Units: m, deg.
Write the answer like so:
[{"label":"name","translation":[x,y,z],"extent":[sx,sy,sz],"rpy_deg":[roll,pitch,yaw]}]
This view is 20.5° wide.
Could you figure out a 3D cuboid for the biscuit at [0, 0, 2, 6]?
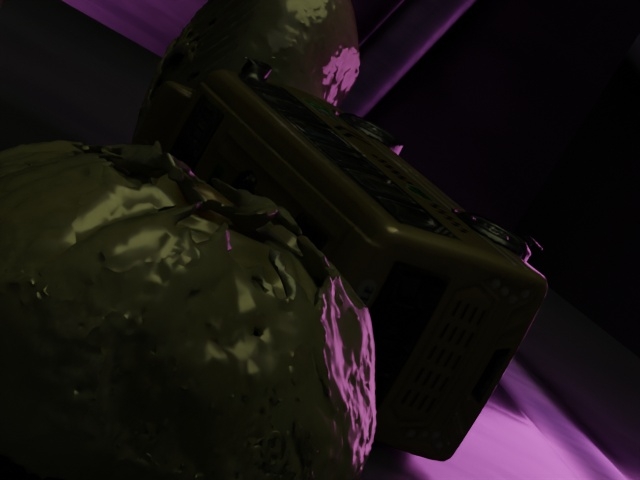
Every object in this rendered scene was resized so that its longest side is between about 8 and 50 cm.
[{"label":"biscuit","translation":[-0.285,-0.169,1.318],"extent":[0.082,0.168,0.070],"rpy_deg":[36,-1,-31]}]

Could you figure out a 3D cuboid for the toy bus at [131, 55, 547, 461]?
[{"label":"toy bus","translation":[0.000,0.000,1.352],"extent":[0.202,0.177,0.365],"rpy_deg":[20,14,-34]}]

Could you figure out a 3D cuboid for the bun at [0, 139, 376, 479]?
[{"label":"bun","translation":[-0.079,0.037,0.855],"extent":[0.259,0.152,0.259],"rpy_deg":[33,5,-3]}]

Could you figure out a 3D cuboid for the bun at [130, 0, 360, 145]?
[{"label":"bun","translation":[-0.063,-0.133,1.647],"extent":[0.168,0.273,0.273],"rpy_deg":[28,8,-22]}]
